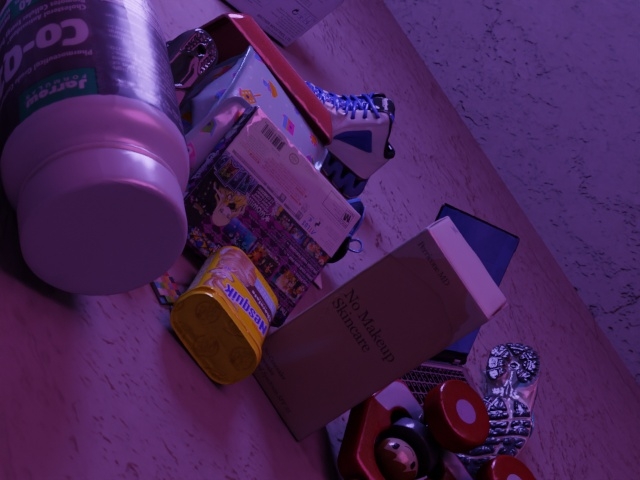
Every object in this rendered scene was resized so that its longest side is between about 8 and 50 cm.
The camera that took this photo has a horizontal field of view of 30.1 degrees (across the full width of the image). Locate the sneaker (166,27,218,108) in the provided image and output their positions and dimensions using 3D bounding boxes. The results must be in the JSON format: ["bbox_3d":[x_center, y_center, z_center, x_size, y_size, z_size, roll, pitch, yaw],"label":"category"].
[{"bbox_3d":[-0.251,-0.214,1.703,0.087,0.130,0.227,53,46,-20],"label":"sneaker"}]

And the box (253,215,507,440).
[{"bbox_3d":[0.070,0.114,1.548,0.148,0.311,0.121,55,21,5],"label":"box"}]

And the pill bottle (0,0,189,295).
[{"bbox_3d":[-0.256,-0.126,1.335,0.204,0.204,0.361,37,25,-42],"label":"pill bottle"}]

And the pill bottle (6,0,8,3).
[{"bbox_3d":[-0.367,-0.337,1.601,0.087,0.087,0.160,45,21,-28],"label":"pill bottle"}]

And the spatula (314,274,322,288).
[{"bbox_3d":[-0.054,-0.044,1.969,0.168,0.019,0.242,43,22,-29],"label":"spatula"}]

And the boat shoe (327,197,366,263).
[{"bbox_3d":[0.000,0.000,1.895,0.258,0.109,0.089,-30,98,-55],"label":"boat shoe"}]

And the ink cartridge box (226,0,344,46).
[{"bbox_3d":[-0.014,-0.612,2.433,0.270,0.395,0.151,30,31,-52],"label":"ink cartridge box"}]

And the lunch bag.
[{"bbox_3d":[-0.118,-0.121,1.740,0.223,0.160,0.262,53,30,-23],"label":"lunch bag"}]

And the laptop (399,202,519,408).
[{"bbox_3d":[0.282,0.196,2.039,0.382,0.236,0.407,17,42,-60],"label":"laptop"}]

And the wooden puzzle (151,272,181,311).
[{"bbox_3d":[-0.194,0.057,1.482,0.083,0.006,0.049,61,20,17],"label":"wooden puzzle"}]

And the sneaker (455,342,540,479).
[{"bbox_3d":[0.299,0.301,1.926,0.283,0.110,0.122,-57,147,-43],"label":"sneaker"}]

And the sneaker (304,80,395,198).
[{"bbox_3d":[0.037,-0.241,2.267,0.315,0.182,0.127,45,20,-28],"label":"sneaker"}]

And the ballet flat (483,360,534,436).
[{"bbox_3d":[0.356,0.307,2.304,0.077,0.091,0.241,20,22,-7],"label":"ballet flat"}]

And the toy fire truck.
[{"bbox_3d":[0.137,0.343,1.598,0.302,0.169,0.254,55,37,3],"label":"toy fire truck"}]

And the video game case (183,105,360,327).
[{"bbox_3d":[-0.079,-0.031,1.645,0.232,0.210,0.042,45,-22,-25],"label":"video game case"}]

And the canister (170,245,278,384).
[{"bbox_3d":[-0.117,0.089,1.504,0.126,0.073,0.170,55,18,-13],"label":"canister"}]

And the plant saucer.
[{"bbox_3d":[-0.104,-0.252,1.914,0.258,0.048,0.259,49,-22,-16],"label":"plant saucer"}]
